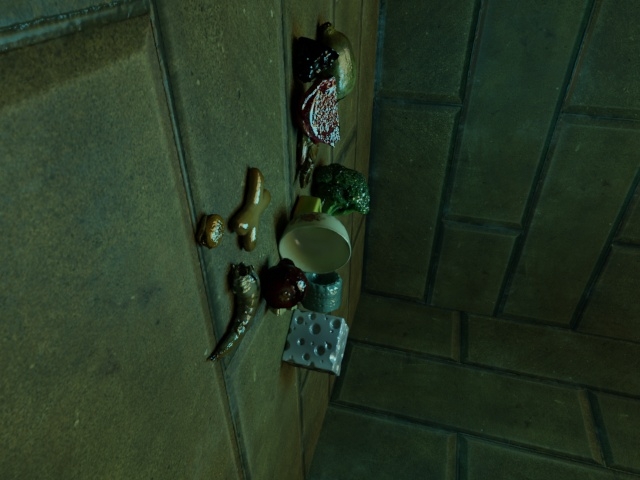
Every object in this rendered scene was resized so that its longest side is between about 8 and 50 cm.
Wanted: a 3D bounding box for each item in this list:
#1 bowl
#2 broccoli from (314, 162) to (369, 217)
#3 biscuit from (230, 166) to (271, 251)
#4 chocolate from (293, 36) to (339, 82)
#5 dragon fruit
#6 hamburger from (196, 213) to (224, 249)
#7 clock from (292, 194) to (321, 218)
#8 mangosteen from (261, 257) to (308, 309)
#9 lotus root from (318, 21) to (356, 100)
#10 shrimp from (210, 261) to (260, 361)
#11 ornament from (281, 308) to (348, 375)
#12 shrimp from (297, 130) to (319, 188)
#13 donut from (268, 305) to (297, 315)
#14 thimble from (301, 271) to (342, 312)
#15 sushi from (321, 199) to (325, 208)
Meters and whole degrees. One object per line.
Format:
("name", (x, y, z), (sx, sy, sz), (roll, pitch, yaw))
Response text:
("bowl", (-0.019, -0.009, 1.716), (0.277, 0.276, 0.145), (84, 7, -49))
("broccoli", (0.090, -0.227, 2.108), (0.275, 0.307, 0.308), (-48, -174, 31))
("biscuit", (-0.199, -0.087, 1.320), (0.164, 0.047, 0.208), (78, 24, -61))
("chocolate", (-0.031, -0.611, 1.556), (0.133, 0.156, 0.156), (-66, 171, 13))
("dragon fruit", (-0.008, -0.475, 1.660), (0.189, 0.162, 0.262), (-86, 169, -54))
("hamburger", (-0.263, -0.022, 1.085), (0.076, 0.044, 0.083), (70, 28, -67))
("clock", (-0.052, -0.079, 1.869), (0.202, 0.096, 0.143), (84, 16, -52))
("mangosteen", (-0.129, 0.148, 1.569), (0.180, 0.166, 0.166), (-116, -157, -55))
("lotus root", (0.061, -0.725, 1.829), (0.173, 0.173, 0.309), (-70, 156, -42))
("shrimp", (-0.245, 0.215, 1.326), (0.185, 0.068, 0.287), (49, 60, -69))
("ornament", (-0.017, 0.476, 2.080), (0.239, 0.239, 0.240), (65, 36, -66))
("shrimp", (-0.052, -0.347, 1.758), (0.152, 0.062, 0.288), (57, 40, -69))
("donut", (-0.142, 0.224, 1.715), (0.166, 0.065, 0.108), (4, 93, -67))
("thimble", (-0.002, 0.224, 2.091), (0.235, 0.198, 0.143), (-140, -133, -58))
("sushi", (0.061, -0.164, 2.423), (0.290, 0.050, 0.264), (-67, 161, -47))
